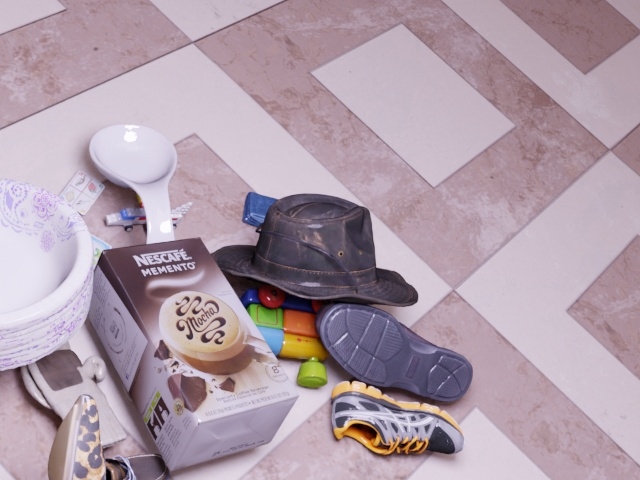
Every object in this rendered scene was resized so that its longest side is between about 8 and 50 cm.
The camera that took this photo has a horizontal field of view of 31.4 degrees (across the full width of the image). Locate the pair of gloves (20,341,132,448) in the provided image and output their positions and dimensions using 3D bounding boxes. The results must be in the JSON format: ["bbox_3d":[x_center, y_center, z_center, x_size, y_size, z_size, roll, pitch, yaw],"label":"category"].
[{"bbox_3d":[-0.292,0.188,1.583,0.240,0.042,0.204,-19,59,-45],"label":"pair of gloves"}]

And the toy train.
[{"bbox_3d":[-0.006,0.159,1.734,0.248,0.105,0.143,11,59,-22],"label":"toy train"}]

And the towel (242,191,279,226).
[{"bbox_3d":[-0.070,-0.043,1.914,0.119,0.029,0.067,16,46,-16],"label":"towel"}]

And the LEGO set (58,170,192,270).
[{"bbox_3d":[-0.317,-0.038,1.753,0.182,0.060,0.244,32,44,-7],"label":"LEGO set"}]

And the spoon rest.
[{"bbox_3d":[-0.270,-0.085,1.740,0.137,0.084,0.276,-5,52,-24],"label":"spoon rest"}]

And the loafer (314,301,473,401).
[{"bbox_3d":[0.100,0.168,1.749,0.302,0.109,0.095,27,0,-32],"label":"loafer"}]

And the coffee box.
[{"bbox_3d":[-0.185,0.147,1.565,0.168,0.119,0.297,-10,53,-39],"label":"coffee box"}]

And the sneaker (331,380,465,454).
[{"bbox_3d":[0.112,0.285,1.704,0.214,0.084,0.083,17,47,-2],"label":"sneaker"}]

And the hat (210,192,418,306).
[{"bbox_3d":[0.000,0.000,1.736,0.331,0.134,0.331,10,8,-1],"label":"hat"}]

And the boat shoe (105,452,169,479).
[{"bbox_3d":[-0.269,0.314,1.469,0.183,0.066,0.066,-17,63,-38],"label":"boat shoe"}]

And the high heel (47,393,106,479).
[{"bbox_3d":[-0.234,0.299,1.389,0.186,0.261,0.093,1,21,-26],"label":"high heel"}]

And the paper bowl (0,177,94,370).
[{"bbox_3d":[-0.445,0.058,1.504,0.284,0.148,0.284,7,41,-6],"label":"paper bowl"}]
